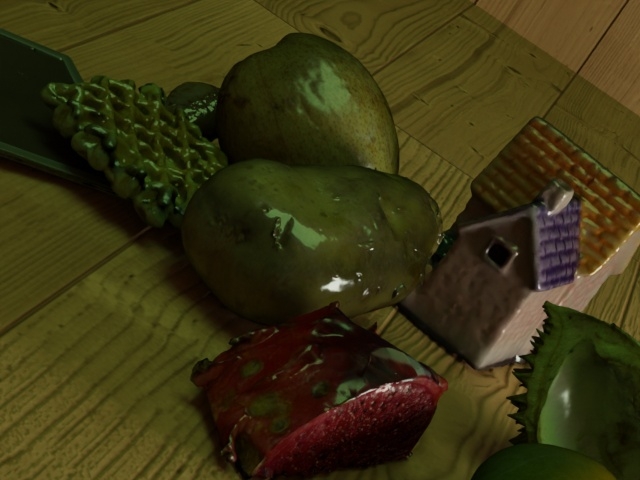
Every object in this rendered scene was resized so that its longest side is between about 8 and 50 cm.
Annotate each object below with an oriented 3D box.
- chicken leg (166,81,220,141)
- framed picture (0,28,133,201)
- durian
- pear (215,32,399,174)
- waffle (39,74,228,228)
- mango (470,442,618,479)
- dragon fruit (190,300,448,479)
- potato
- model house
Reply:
[{"bbox_3d":[-0.158,-0.136,1.910,0.085,0.069,0.198,35,28,9],"label":"chicken leg"},{"bbox_3d":[-0.322,-0.151,1.767,0.232,0.019,0.296,20,25,-37],"label":"framed picture"},{"bbox_3d":[0.340,0.232,1.641,0.394,0.198,0.163,45,23,22],"label":"durian"},{"bbox_3d":[-0.015,-0.124,1.881,0.211,0.188,0.228,67,14,-1],"label":"pear"},{"bbox_3d":[-0.179,-0.088,1.741,0.223,0.054,0.204,47,23,17],"label":"waffle"},{"bbox_3d":[0.192,0.256,1.490,0.156,0.114,0.251,47,23,14],"label":"mango"},{"bbox_3d":[-0.005,0.113,1.504,0.161,0.126,0.274,46,24,28],"label":"dragon fruit"},{"bbox_3d":[0.000,0.000,1.687,0.296,0.141,0.191,-12,48,-36],"label":"potato"},{"bbox_3d":[0.221,-0.006,1.927,0.202,0.237,0.237,45,24,24],"label":"model house"}]
